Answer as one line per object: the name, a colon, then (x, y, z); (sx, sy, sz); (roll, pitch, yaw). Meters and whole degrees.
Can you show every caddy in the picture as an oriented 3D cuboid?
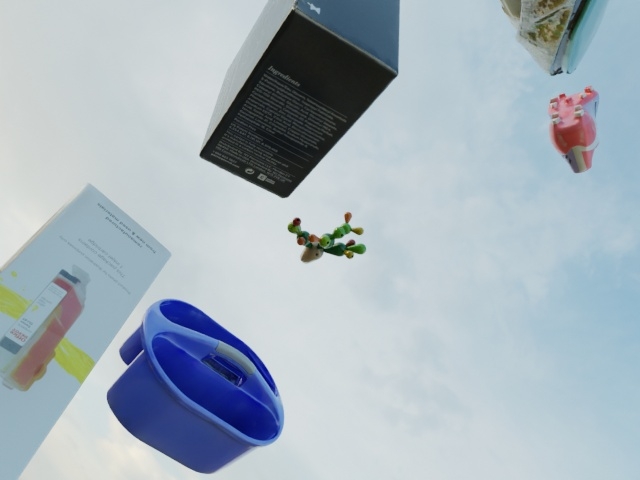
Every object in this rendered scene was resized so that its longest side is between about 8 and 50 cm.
caddy: (-0.208, 0.252, 1.022); (0.179, 0.241, 0.341); (-38, -61, 16)

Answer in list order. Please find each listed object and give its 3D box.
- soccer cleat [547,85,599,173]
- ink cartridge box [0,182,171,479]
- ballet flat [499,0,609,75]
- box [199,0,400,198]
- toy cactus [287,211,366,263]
soccer cleat: (0.430, -0.193, 0.955); (0.083, 0.248, 0.095); (-12, -71, 30)
ink cartridge box: (-0.399, 0.145, 0.726); (0.279, 0.385, 0.160); (-32, -68, 34)
ballet flat: (0.188, -0.234, 0.455); (0.123, 0.348, 0.123); (0, -91, 18)
box: (-0.043, -0.331, 1.115); (0.211, 0.294, 0.395); (25, -40, -21)
toy cactus: (0.000, 0.000, 1.413); (0.180, 0.218, 0.112); (-40, -130, 50)
